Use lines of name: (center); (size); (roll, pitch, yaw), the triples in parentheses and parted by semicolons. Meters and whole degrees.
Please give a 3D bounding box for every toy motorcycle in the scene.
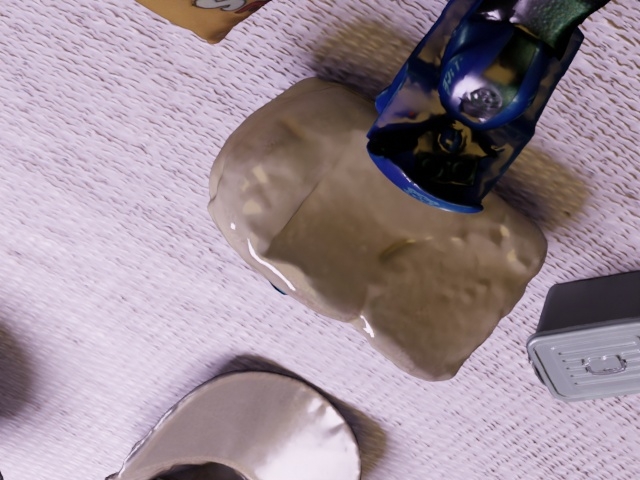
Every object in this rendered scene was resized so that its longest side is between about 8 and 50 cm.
toy motorcycle: (0.125, -0.138, 1.106); (0.125, 0.196, 0.331); (27, 138, -12)

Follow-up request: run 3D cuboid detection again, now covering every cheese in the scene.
cheese: (0.039, -0.009, 1.305); (0.263, 0.159, 0.093); (36, 176, -22)

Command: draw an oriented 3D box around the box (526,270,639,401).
box: (0.234, 0.076, 1.383); (0.122, 0.069, 0.084); (-11, 132, 27)

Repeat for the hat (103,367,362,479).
hat: (-0.078, 0.224, 1.643); (0.214, 0.149, 0.245); (38, 97, -11)

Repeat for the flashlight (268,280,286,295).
flashlight: (0.000, 0.000, 1.395); (0.051, 0.051, 0.129); (30, 134, -13)

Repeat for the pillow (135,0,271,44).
pillow: (-0.082, -0.254, 1.087); (0.312, 0.119, 0.310); (23, 139, -38)

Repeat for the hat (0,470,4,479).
hat: (-0.402, 0.166, 1.638); (0.257, 0.130, 0.257); (10, 136, 10)
